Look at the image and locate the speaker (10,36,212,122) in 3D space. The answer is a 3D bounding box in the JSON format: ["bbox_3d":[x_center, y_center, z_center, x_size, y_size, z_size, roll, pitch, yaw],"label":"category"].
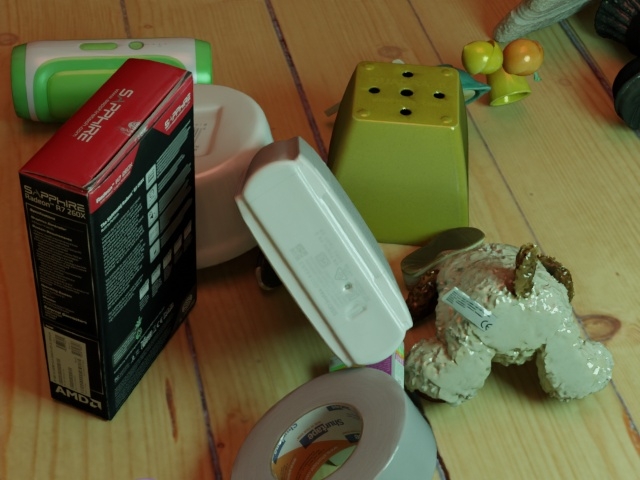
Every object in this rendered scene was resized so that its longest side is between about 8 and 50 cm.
[{"bbox_3d":[-0.314,-0.245,1.846,0.297,0.131,0.131,-2,43,-6],"label":"speaker"}]

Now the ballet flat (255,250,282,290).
[{"bbox_3d":[-0.057,0.007,1.656,0.057,0.049,0.173,41,40,-22],"label":"ballet flat"}]

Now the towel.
[{"bbox_3d":[0.437,-0.423,2.056,0.282,0.187,0.049,-26,83,-26],"label":"towel"}]

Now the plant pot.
[{"bbox_3d":[0.113,-0.133,1.704,0.212,0.187,0.212,5,43,2],"label":"plant pot"}]

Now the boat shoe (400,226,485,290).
[{"bbox_3d":[0.165,0.024,1.640,0.135,0.045,0.050,-25,42,-22],"label":"boat shoe"}]

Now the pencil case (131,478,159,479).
[{"bbox_3d":[-0.156,0.317,1.187,0.088,0.206,0.086,6,48,11],"label":"pencil case"}]

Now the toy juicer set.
[{"bbox_3d":[0.189,-0.224,1.815,0.329,0.209,0.089,-12,82,-14],"label":"toy juicer set"}]

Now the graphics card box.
[{"bbox_3d":[-0.232,0.003,1.400,0.094,0.371,0.233,17,45,15],"label":"graphics card box"}]

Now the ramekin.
[{"bbox_3d":[-0.185,-0.097,1.653,0.277,0.135,0.277,-6,39,5],"label":"ramekin"}]

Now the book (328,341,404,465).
[{"bbox_3d":[0.054,0.186,1.427,0.096,0.035,0.144,-26,36,27],"label":"book"}]

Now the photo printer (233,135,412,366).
[{"bbox_3d":[0.000,0.000,1.457,0.107,0.256,0.307,-33,10,4],"label":"photo printer"}]

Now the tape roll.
[{"bbox_3d":[0.013,0.240,1.297,0.219,0.072,0.219,-26,30,16],"label":"tape roll"}]

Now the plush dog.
[{"bbox_3d":[0.219,0.073,1.506,0.262,0.210,0.225,-3,19,-6],"label":"plush dog"}]

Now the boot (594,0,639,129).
[{"bbox_3d":[0.532,-0.317,1.966,0.348,0.131,0.260,-17,52,-36],"label":"boot"}]
